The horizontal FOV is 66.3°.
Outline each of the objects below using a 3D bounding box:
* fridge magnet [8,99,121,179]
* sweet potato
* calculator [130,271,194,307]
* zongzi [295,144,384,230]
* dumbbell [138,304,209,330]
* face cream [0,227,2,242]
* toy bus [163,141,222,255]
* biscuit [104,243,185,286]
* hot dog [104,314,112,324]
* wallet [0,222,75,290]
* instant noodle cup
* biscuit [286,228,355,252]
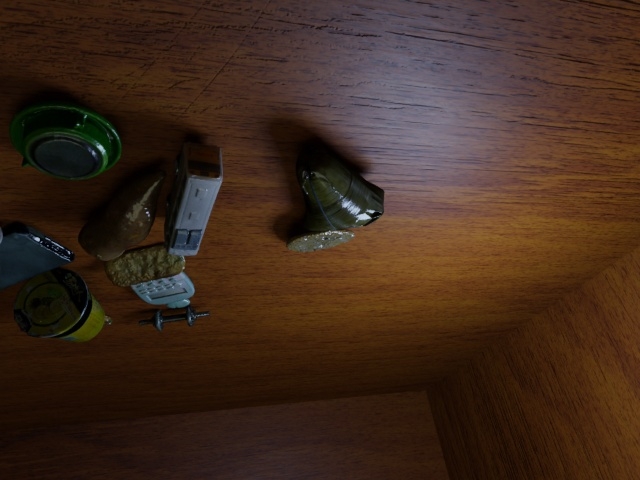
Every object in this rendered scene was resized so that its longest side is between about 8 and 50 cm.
[{"bbox_3d":[-0.520,-0.198,1.008,0.207,0.088,0.208,-8,149,-5],"label":"fridge magnet"},{"bbox_3d":[-0.470,-0.062,1.219,0.336,0.131,0.131,-31,144,33],"label":"sweet potato"},{"bbox_3d":[-0.523,0.150,1.629,0.183,0.042,0.295,-12,146,1],"label":"calculator"},{"bbox_3d":[-0.019,-0.111,1.293,0.299,0.139,0.286,-14,146,41],"label":"zongzi"},{"bbox_3d":[-0.539,0.287,1.810,0.253,0.082,0.082,-7,149,-7],"label":"dumbbell"},{"bbox_3d":[-0.955,0.031,1.251,0.311,0.092,0.092,-22,147,19],"label":"face cream"},{"bbox_3d":[-0.315,-0.092,1.201,0.097,0.138,0.343,2,145,-25],"label":"toy bus"},{"bbox_3d":[-0.530,0.074,1.481,0.246,0.029,0.119,-12,117,3],"label":"biscuit"},{"bbox_3d":[-0.805,0.282,1.761,0.049,0.037,0.122,-25,145,28],"label":"hot dog"},{"bbox_3d":[-0.893,0.066,1.370,0.378,0.046,0.191,-20,147,17],"label":"wallet"},{"bbox_3d":[-0.789,0.224,1.528,0.215,0.216,0.236,-8,156,-5],"label":"instant noodle cup"},{"bbox_3d":[0.000,-0.001,1.502,0.219,0.033,0.220,-9,167,-2],"label":"biscuit"}]
